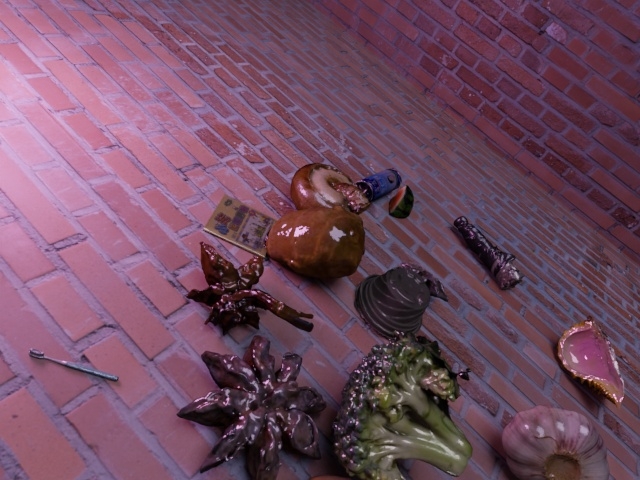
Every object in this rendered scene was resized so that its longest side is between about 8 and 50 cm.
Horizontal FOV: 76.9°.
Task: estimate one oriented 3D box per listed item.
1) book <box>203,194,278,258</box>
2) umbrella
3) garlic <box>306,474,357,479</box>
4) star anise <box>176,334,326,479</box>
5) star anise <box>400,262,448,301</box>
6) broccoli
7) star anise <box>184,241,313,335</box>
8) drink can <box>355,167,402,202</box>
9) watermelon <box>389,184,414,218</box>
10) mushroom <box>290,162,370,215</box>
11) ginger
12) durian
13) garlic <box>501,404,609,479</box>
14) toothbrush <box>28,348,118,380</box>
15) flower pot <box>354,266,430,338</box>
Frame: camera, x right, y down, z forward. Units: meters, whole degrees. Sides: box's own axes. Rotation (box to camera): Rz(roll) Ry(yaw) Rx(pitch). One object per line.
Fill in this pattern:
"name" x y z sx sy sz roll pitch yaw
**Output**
"book" -0.231 -0.044 1.208 0.193 0.013 0.167 26 42 -9
"umbrella" 0.688 0.037 1.655 0.106 0.113 0.357 -24 65 -21
"garlic" 0.101 0.530 0.741 0.339 0.196 0.151 18 60 -21
"star anise" -0.122 0.338 0.833 0.332 0.117 0.331 23 40 -20
"star anise" 0.350 0.130 1.345 0.195 0.065 0.182 36 9 14
"broccoli" 0.184 0.362 0.848 0.281 0.293 0.348 35 35 7
"star anise" -0.170 0.130 0.978 0.347 0.148 0.237 30 43 15
"drink can" 0.231 -0.221 1.618 0.097 0.097 0.235 47 43 15
"watermelon" 0.314 -0.149 1.631 0.094 0.125 0.135 26 51 38
"mushroom" 0.029 -0.144 1.361 0.278 0.162 0.297 34 32 19
"ginger" -0.001 0.003 1.158 0.270 0.223 0.200 21 54 -24
"durian" 0.981 0.448 1.430 0.196 0.186 0.304 25 42 -40
"garlic" 0.600 0.538 1.068 0.245 0.245 0.253 41 10 8
"toothbrush" -0.473 0.240 0.775 0.167 0.014 0.011 23 33 -12
"flower pot" 0.235 0.170 1.210 0.236 0.140 0.235 18 41 -17
